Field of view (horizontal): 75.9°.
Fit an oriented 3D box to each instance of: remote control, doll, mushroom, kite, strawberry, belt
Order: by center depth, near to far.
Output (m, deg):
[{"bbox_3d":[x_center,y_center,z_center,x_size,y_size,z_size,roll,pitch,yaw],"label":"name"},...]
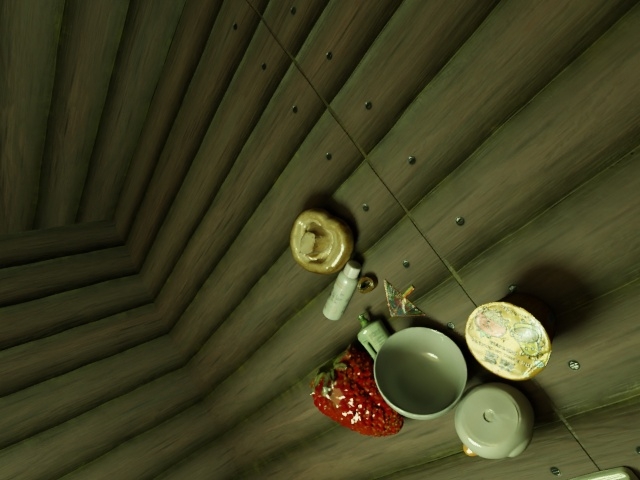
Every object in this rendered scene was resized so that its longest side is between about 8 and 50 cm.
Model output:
[{"bbox_3d":[0.758,0.692,1.122,0.090,0.049,0.230,55,132,20],"label":"remote control"},{"bbox_3d":[0.521,0.550,1.228,0.251,0.221,0.221,-47,64,2],"label":"doll"},{"bbox_3d":[0.286,0.216,1.457,0.190,0.010,0.159,40,125,27],"label":"kite"},{"bbox_3d":[0.173,0.163,1.528,0.083,0.036,0.059,-43,70,41],"label":"belt"},{"bbox_3d":[0.136,0.589,1.544,0.343,0.292,0.292,50,131,2],"label":"strawberry"},{"bbox_3d":[0.000,0.000,1.570,0.278,0.146,0.278,6,100,36],"label":"mushroom"}]

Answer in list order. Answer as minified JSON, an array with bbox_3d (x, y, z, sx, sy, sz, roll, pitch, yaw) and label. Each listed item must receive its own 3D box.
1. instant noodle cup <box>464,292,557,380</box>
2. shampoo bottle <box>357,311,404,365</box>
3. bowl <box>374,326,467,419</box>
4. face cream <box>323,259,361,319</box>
[{"bbox_3d":[0.534,0.246,1.124,0.216,0.172,0.215,14,111,40],"label":"instant noodle cup"},{"bbox_3d":[0.213,0.373,1.509,0.118,0.087,0.234,-43,71,21],"label":"shampoo bottle"},{"bbox_3d":[0.324,0.441,1.332,0.287,0.287,0.143,31,157,33],"label":"bowl"},{"bbox_3d":[0.086,0.190,1.578,0.082,0.082,0.268,40,128,28],"label":"face cream"}]
